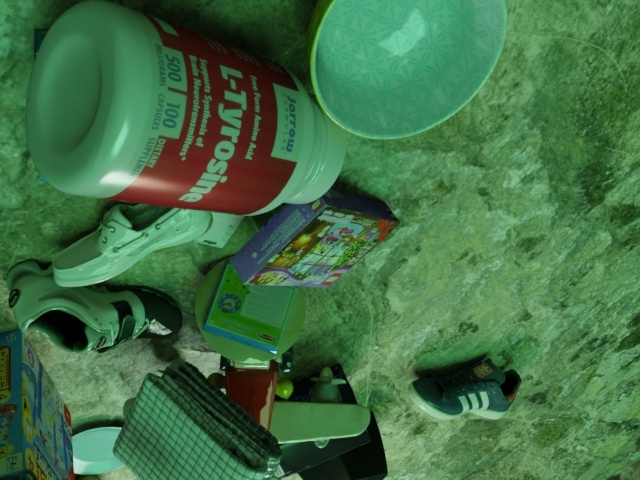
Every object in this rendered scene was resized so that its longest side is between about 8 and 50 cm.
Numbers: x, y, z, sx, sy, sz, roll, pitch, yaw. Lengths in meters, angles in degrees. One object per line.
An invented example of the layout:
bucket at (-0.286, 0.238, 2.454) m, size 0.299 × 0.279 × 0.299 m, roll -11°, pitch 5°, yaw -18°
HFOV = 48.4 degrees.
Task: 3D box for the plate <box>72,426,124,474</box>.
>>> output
plate at (-0.501, 0.470, 1.617) m, size 0.188 × 0.024 × 0.188 m, roll -13°, pitch 136°, yaw -12°

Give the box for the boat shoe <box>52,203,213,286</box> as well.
boat shoe at (-0.320, -0.018, 1.168) m, size 0.277 × 0.098 × 0.096 m, roll -26°, pitch 135°, yaw -9°

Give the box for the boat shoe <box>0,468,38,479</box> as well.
boat shoe at (-0.454, 0.450, 1.065) m, size 0.500 × 0.187 × 0.156 m, roll 5°, pitch 135°, yaw -21°

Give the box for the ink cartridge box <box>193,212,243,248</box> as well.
ink cartridge box at (-0.174, -0.040, 1.252) m, size 0.062 × 0.029 × 0.115 m, roll 15°, pitch 126°, yaw -34°

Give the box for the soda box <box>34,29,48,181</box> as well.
soda box at (-0.362, -0.183, 1.003) m, size 0.071 × 0.067 × 0.210 m, roll -2°, pitch 132°, yaw -22°

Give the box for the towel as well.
towel at (-0.224, 0.383, 1.293) m, size 0.121 × 0.283 × 0.235 m, roll -26°, pitch 148°, yaw -56°

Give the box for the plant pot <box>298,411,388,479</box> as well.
plant pot at (0.063, 0.570, 1.832) m, size 0.187 × 0.167 × 0.188 m, roll 5°, pitch 130°, yaw -41°

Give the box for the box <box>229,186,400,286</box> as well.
box at (0.000, 0.000, 1.267) m, size 0.201 × 0.057 × 0.293 m, roll -43°, pitch 157°, yaw 20°

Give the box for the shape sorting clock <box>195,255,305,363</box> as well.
shape sorting clock at (-0.129, 0.125, 1.326) m, size 0.206 × 0.206 × 0.040 m, roll -8°, pitch 163°, yaw -16°

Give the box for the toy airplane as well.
toy airplane at (-0.146, 0.351, 1.473) m, size 0.384 × 0.272 × 0.386 m, roll -42°, pitch 102°, yaw 2°

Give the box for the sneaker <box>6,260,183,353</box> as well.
sneaker at (-0.390, 0.152, 1.267) m, size 0.330 × 0.146 × 0.122 m, roll 18°, pitch 122°, yaw -37°

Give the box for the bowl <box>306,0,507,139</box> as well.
bowl at (0.102, -0.307, 1.015) m, size 0.289 × 0.156 × 0.289 m, roll -12°, pitch 136°, yaw -12°

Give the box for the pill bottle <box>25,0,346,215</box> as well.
pill bottle at (-0.156, -0.154, 0.964) m, size 0.407 × 0.229 × 0.229 m, roll 5°, pitch 132°, yaw -49°

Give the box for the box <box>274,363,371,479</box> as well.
box at (-0.039, 0.419, 1.637) m, size 0.261 × 0.184 × 0.103 m, roll -24°, pitch 116°, yaw 0°

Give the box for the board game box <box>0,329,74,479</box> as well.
board game box at (-0.537, 0.377, 1.306) m, size 0.086 × 0.302 × 0.308 m, roll -14°, pitch 137°, yaw -10°

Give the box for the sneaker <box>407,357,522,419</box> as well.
sneaker at (0.379, 0.369, 1.833) m, size 0.350 × 0.131 × 0.148 m, roll 10°, pitch 121°, yaw -38°

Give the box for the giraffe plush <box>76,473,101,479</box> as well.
giraffe plush at (-0.561, 0.616, 1.652) m, size 0.170 × 0.181 × 0.210 m, roll -22°, pitch 131°, yaw -34°
